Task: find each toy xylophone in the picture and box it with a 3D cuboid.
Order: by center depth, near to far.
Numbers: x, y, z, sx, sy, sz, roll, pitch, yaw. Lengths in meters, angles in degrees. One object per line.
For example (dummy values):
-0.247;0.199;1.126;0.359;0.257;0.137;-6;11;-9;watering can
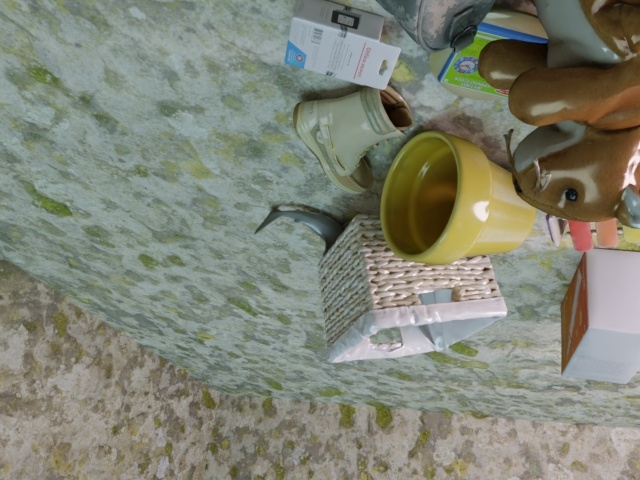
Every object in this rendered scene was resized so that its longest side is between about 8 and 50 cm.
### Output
0.617;-0.072;1.191;0.322;0.081;0.236;-10;144;34;toy xylophone

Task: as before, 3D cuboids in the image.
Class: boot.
0.094;-0.195;1.167;0.203;0.095;0.262;-9;140;32;boot

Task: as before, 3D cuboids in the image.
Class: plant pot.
0.285;-0.071;1.183;0.239;0.254;0.254;8;155;-28;plant pot

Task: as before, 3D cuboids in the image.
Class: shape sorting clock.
0.282;-0.297;0.962;0.206;0.040;0.206;6;152;3;shape sorting clock

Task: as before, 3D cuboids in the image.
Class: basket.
0.188;0.111;1.371;0.328;0.267;0.331;-3;158;-18;basket

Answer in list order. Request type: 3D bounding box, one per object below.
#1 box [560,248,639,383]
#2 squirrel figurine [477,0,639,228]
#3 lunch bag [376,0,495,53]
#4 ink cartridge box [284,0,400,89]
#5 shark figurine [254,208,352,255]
0.723;0.200;1.493;0.168;0.215;0.345;5;150;14;box
0.411;-0.207;0.761;0.396;0.281;0.371;-13;117;-8;squirrel figurine
0.086;-0.381;0.626;0.305;0.212;0.256;51;156;17;lunch bag
0.038;-0.327;0.983;0.180;0.060;0.104;15;150;-4;ink cartridge box
-0.011;-0.015;1.507;0.278;0.116;0.166;23;148;-22;shark figurine
